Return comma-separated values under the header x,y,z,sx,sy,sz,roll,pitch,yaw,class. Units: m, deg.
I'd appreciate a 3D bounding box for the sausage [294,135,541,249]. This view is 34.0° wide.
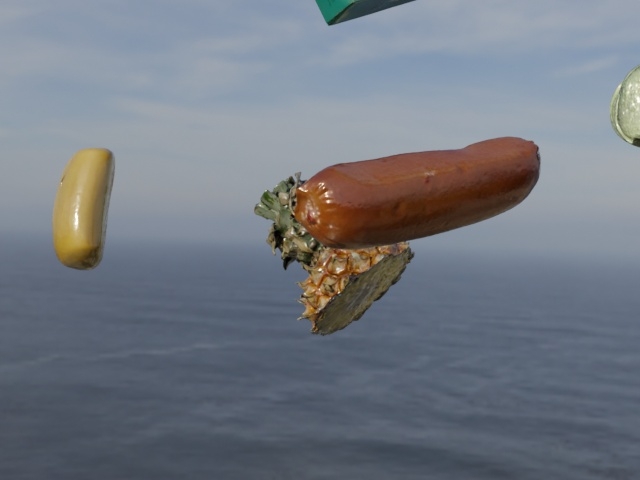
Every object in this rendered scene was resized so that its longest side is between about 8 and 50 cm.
x,y,z,sx,sy,sz,roll,pitch,yaw,class
0.130,-0.056,1.245,0.348,0.097,0.094,-11,45,-27,sausage

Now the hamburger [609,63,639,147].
x,y,z,sx,sy,sz,roll,pitch,yaw,class
0.474,-0.189,1.460,0.140,0.133,0.062,34,5,31,hamburger

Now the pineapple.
x,y,z,sx,sy,sz,roll,pitch,yaw,class
0.000,0.000,1.926,0.271,0.262,0.262,48,19,17,pineapple

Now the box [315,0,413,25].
x,y,z,sx,sy,sz,roll,pitch,yaw,class
0.093,-0.477,1.791,0.245,0.153,0.092,-25,-3,-33,box

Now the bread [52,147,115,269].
x,y,z,sx,sy,sz,roll,pitch,yaw,class
-0.416,-0.058,1.828,0.098,0.217,0.147,8,-18,-13,bread
